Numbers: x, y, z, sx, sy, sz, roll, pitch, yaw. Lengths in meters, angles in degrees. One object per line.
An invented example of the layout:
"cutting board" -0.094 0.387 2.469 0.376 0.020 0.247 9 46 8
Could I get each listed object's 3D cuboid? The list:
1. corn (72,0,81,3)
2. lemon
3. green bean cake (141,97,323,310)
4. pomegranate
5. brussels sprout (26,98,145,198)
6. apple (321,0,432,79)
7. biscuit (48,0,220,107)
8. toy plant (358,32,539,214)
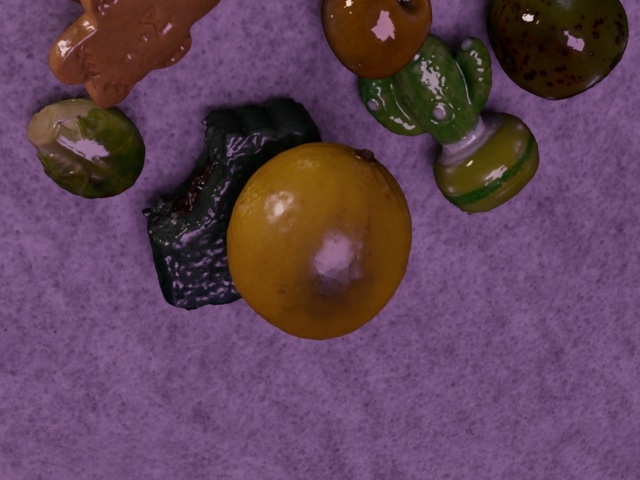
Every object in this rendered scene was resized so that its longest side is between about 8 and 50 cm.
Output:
"corn" -0.434 -0.431 1.604 0.363 0.120 0.120 19 114 -23
"lemon" -0.001 0.000 1.712 0.297 0.297 0.297 -8 123 -12
"green bean cake" -0.143 -0.065 1.888 0.300 0.169 0.308 -12 123 -11
"pomegranate" 0.411 -0.362 1.832 0.286 0.231 0.231 -40 124 10
"brussels sprout" -0.364 -0.146 1.787 0.161 0.144 0.181 4 156 30
"apple" 0.090 -0.351 1.772 0.182 0.182 0.155 33 141 -31
"biscuit" -0.242 -0.348 1.673 0.355 0.052 0.275 -46 158 1
"toy plant" 0.224 -0.212 1.915 0.224 0.184 0.316 -31 116 25
